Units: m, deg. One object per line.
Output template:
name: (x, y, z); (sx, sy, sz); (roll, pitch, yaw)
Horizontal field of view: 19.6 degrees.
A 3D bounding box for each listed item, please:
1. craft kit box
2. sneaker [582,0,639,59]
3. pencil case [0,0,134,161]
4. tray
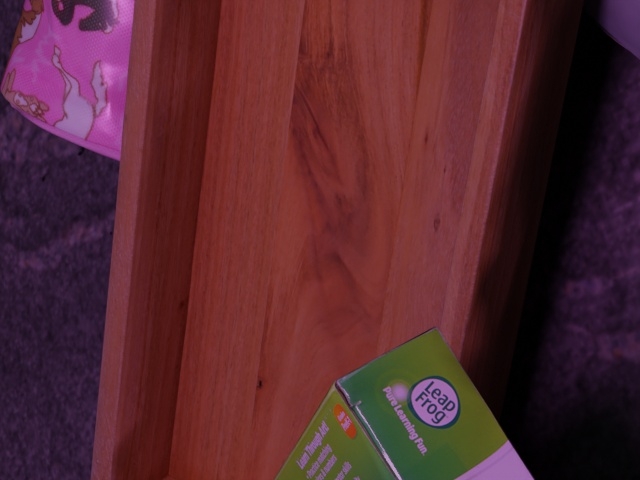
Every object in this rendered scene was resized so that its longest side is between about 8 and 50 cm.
craft kit box: (0.063, 0.190, 0.773); (0.247, 0.061, 0.250); (55, 157, 13)
sneaker: (0.179, -0.064, 0.760); (0.295, 0.178, 0.124); (26, 128, 42)
pencil case: (-0.051, -0.222, 1.017); (0.167, 0.160, 0.386); (25, 107, 18)
tray: (0.000, 0.000, 0.913); (0.202, 0.076, 0.411); (22, 119, 26)
